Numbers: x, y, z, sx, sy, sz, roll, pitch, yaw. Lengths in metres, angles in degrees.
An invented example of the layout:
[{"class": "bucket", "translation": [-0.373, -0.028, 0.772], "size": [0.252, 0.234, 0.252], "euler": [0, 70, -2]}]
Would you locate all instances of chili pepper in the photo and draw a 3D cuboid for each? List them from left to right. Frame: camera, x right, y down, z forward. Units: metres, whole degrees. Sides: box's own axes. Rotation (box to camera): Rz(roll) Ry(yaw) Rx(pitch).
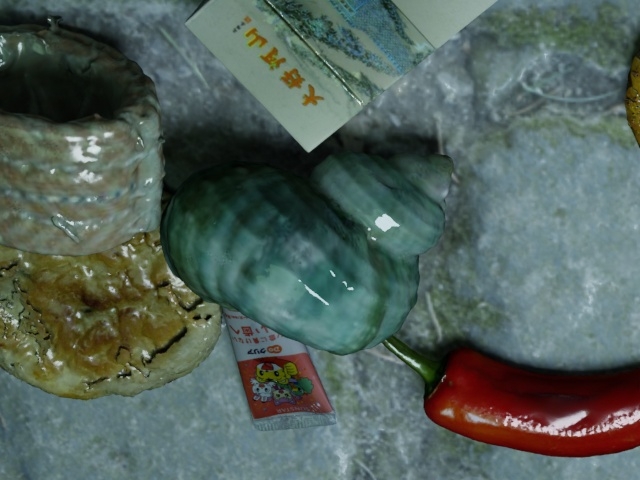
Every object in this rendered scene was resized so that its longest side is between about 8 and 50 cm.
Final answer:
[{"class": "chili pepper", "translation": [0.234, 0.137, 1.870], "size": [0.368, 0.092, 0.137], "euler": [0, 100, 8]}]

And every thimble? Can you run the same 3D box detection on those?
[{"class": "thimble", "translation": [-0.254, -0.095, 1.794], "size": [0.229, 0.196, 0.148], "euler": [35, 134, 38]}]

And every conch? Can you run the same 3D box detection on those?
[{"class": "conch", "translation": [0.000, 0.000, 1.788], "size": [0.277, 0.220, 0.195], "euler": [-27, 150, 7]}]

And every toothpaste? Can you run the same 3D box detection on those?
[{"class": "toothpaste", "translation": [-0.054, 0.092, 1.940], "size": [0.089, 0.057, 0.234], "euler": [-7, 124, 18]}]

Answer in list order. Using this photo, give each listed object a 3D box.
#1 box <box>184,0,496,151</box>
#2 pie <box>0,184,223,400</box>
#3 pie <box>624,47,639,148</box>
[{"class": "box", "translation": [0.028, -0.217, 1.728], "size": [0.256, 0.069, 0.164], "euler": [-38, 103, 29]}, {"class": "pie", "translation": [-0.225, 0.047, 1.958], "size": [0.274, 0.055, 0.274], "euler": [4, 117, 8]}, {"class": "pie", "translation": [0.382, -0.118, 1.682], "size": [0.273, 0.069, 0.273], "euler": [7, 118, 12]}]
